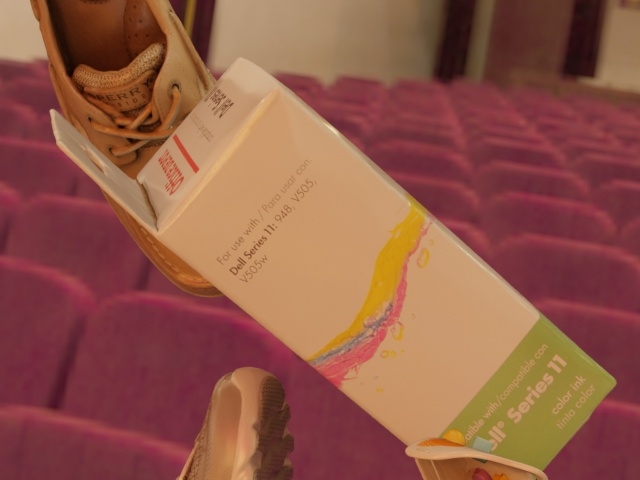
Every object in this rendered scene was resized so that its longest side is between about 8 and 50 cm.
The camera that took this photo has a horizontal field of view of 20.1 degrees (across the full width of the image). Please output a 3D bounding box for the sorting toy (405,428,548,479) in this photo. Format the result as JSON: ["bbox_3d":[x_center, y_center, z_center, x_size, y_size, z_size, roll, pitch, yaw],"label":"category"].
[{"bbox_3d":[0.099,0.141,0.997,0.075,0.083,0.045,2,34,45],"label":"sorting toy"}]

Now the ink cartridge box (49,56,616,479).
[{"bbox_3d":[0.000,0.000,1.143,0.353,0.119,0.207,40,2,-15],"label":"ink cartridge box"}]

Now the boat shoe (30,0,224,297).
[{"bbox_3d":[-0.140,-0.108,1.309,0.121,0.341,0.110,-23,8,10],"label":"boat shoe"}]

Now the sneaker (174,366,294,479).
[{"bbox_3d":[-0.100,0.206,1.156,0.115,0.281,0.105,21,14,11],"label":"sneaker"}]
